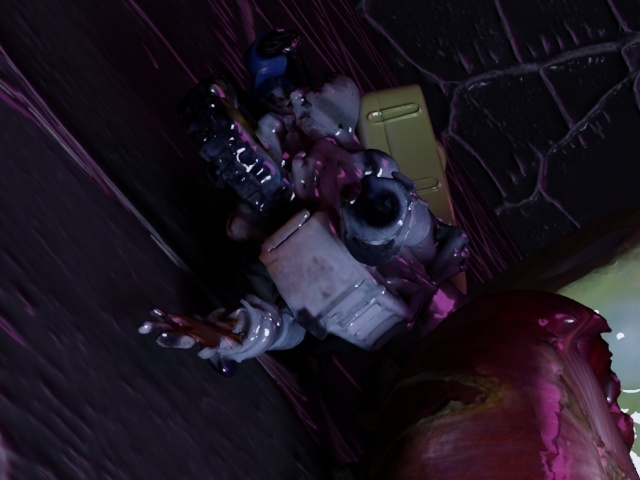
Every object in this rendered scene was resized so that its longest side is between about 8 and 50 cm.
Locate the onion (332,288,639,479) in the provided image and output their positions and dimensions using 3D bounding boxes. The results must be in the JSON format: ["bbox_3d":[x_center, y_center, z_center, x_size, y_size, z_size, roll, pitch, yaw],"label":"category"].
[{"bbox_3d":[0.105,0.148,0.777,0.248,0.161,0.248,26,54,-41],"label":"onion"}]

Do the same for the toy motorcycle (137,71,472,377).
[{"bbox_3d":[0.000,0.000,0.811,0.207,0.134,0.401,53,8,7],"label":"toy motorcycle"}]

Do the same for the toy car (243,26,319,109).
[{"bbox_3d":[-0.016,-0.082,1.151,0.103,0.063,0.216,59,10,-37],"label":"toy car"}]

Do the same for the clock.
[{"bbox_3d":[0.079,-0.007,1.259,0.232,0.069,0.170,76,1,-55],"label":"clock"}]

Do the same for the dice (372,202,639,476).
[{"bbox_3d":[0.198,0.132,1.019,0.252,0.254,0.250,57,7,-2],"label":"dice"}]
